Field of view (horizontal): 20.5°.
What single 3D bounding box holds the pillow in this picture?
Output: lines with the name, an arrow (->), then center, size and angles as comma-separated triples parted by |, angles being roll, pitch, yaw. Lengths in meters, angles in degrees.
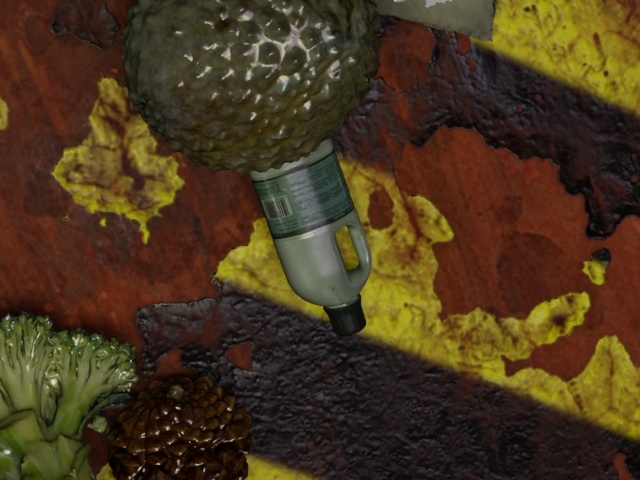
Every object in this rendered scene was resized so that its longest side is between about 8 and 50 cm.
pillow -> 0.150, -0.339, 1.929 | 0.148, 0.050, 0.230 | 15, 97, -11

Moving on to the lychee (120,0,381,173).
lychee -> -0.070, -0.193, 1.799 | 0.255, 0.274, 0.255 | -7, 100, -44

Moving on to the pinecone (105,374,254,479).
pinecone -> -0.147, 0.228, 1.919 | 0.173, 0.173, 0.174 | -3, 102, -14

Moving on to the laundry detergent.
laundry detergent -> 0.000, 0.000, 1.947 | 0.099, 0.070, 0.226 | -25, 106, -15

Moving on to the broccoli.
broccoli -> -0.302, 0.247, 1.777 | 0.252, 0.361, 0.221 | -13, 124, 7
